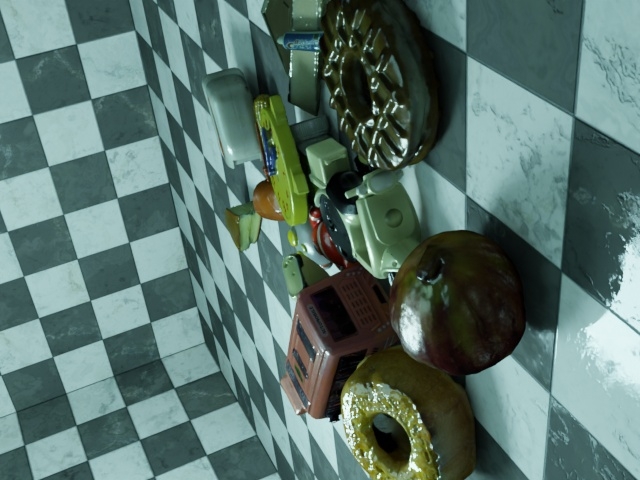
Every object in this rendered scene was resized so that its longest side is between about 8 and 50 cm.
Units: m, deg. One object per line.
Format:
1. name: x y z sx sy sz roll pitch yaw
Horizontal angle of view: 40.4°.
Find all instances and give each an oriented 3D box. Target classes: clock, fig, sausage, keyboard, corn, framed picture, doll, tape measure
1. clock: 0.094 -0.041 1.706 0.379 0.120 0.276 37 147 56
2. fig: 0.215 0.096 1.379 0.224 0.224 0.263 62 157 27
3. sausage: -0.104 -0.110 2.242 0.258 0.133 0.133 -173 65 -71
4. keyboard: 0.117 -0.085 1.792 0.204 0.013 0.061 68 161 7
5. corn: -0.129 -0.276 2.238 0.068 0.068 0.207 38 144 60
6. framed picture: -0.078 -0.498 1.930 0.260 0.023 0.189 124 125 -68
7. clock: -0.095 -0.168 1.968 0.293 0.071 0.277 98 156 -69
8. doll: 0.000 0.000 2.071 0.199 0.105 0.336 60 164 -16
9. tape measure: -0.227 -0.323 2.356 0.265 0.130 0.258 -120 17 -59

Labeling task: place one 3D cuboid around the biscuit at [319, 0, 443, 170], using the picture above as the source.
1. biscuit: 0.099 -0.277 1.505 0.332 0.103 0.332 162 90 -72

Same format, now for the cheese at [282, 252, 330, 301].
1. cheese: 0.008 0.110 2.044 0.251 0.054 0.127 25 -137 -51

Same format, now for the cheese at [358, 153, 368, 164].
1. cheese: 0.091 -0.188 1.734 0.044 0.030 0.083 -122 17 -50

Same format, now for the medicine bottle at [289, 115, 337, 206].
1. medicine bottle: -0.005 -0.176 1.936 0.132 0.088 0.188 -159 52 -74

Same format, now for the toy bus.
1. toy bus: 0.046 0.250 1.991 0.203 0.233 0.427 61 159 27

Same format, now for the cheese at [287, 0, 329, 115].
1. cheese: -0.025 -0.418 1.803 0.085 0.034 0.400 30 147 19

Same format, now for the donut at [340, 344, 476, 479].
1. donut: 0.177 0.370 1.757 0.317 0.150 0.299 50 135 9

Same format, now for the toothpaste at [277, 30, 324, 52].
1. toothpaste: -0.015 -0.400 1.743 0.197 0.035 0.057 13 126 42

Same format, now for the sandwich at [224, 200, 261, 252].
1. sandwich: -0.243 -0.058 2.759 0.096 0.094 0.258 63 162 19
